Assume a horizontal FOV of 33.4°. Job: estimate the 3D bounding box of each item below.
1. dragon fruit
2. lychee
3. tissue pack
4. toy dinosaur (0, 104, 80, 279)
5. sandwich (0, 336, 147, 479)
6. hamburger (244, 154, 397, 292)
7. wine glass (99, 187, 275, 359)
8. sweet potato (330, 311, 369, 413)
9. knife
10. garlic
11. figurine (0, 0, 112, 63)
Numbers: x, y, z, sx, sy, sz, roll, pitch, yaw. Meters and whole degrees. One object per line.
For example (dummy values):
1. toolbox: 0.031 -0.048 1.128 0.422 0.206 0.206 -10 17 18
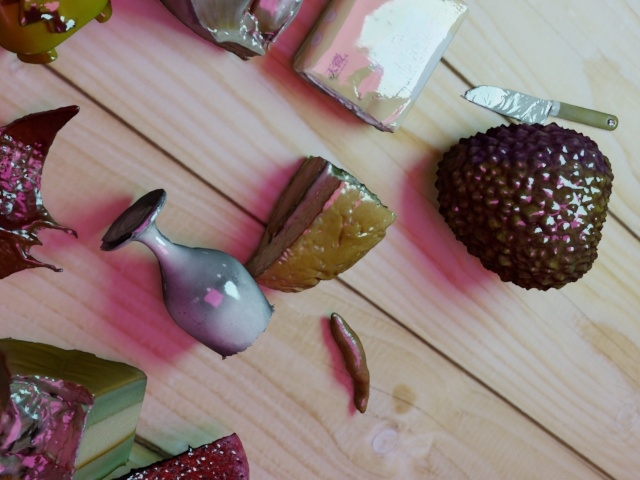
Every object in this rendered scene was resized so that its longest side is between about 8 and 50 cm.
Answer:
1. dragon fruit: -0.210 0.372 1.465 0.261 0.189 0.163 -8 120 -46
2. lychee: 0.297 -0.061 1.592 0.271 0.271 0.271 -6 104 -22
3. tissue pack: 0.085 -0.285 1.517 0.186 0.090 0.222 32 88 -24
4. toy dinosaur: -0.400 -0.021 1.358 0.327 0.113 0.206 -43 115 -11
5. sandwich: -0.324 0.243 1.403 0.227 0.198 0.155 14 96 -25
6. hamburger: 0.000 0.000 1.524 0.155 0.135 0.208 39 86 -23
7. wine glass: -0.178 0.049 1.464 0.126 0.126 0.241 -45 113 -8
8. sweet potato: 0.052 0.186 1.642 0.044 0.044 0.179 -26 111 -16
9. knife: 0.353 -0.205 1.694 0.297 0.017 0.047 10 104 -26
10. garlic: -0.108 -0.368 1.354 0.237 0.210 0.292 5 109 -18
11. figurine: -0.389 -0.359 1.249 0.218 0.169 0.327 -43 116 -14
